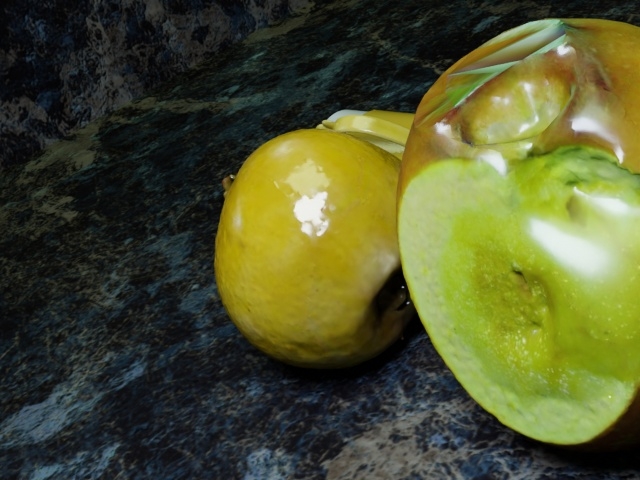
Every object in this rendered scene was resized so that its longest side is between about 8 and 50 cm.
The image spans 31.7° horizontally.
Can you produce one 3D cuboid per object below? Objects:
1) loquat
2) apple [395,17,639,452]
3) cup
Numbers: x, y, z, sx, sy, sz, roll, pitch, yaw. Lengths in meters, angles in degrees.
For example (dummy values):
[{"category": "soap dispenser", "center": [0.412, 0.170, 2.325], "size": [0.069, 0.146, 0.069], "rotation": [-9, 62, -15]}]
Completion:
[{"category": "loquat", "center": [0.000, 0.000, 1.283], "size": [0.275, 0.275, 0.275], "rotation": [-20, 25, 10]}, {"category": "apple", "center": [0.244, -0.017, 1.020], "size": [0.374, 0.374, 0.384], "rotation": [-20, 29, 8]}, {"category": "cup", "center": [0.103, -0.090, 1.439], "size": [0.226, 0.241, 0.185], "rotation": [3, 67, 33]}]
